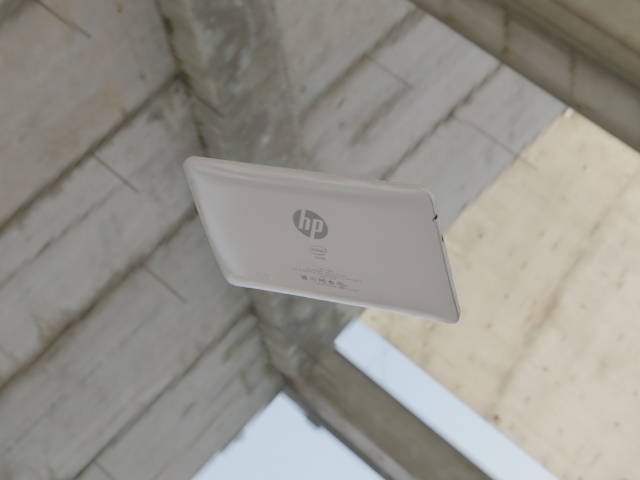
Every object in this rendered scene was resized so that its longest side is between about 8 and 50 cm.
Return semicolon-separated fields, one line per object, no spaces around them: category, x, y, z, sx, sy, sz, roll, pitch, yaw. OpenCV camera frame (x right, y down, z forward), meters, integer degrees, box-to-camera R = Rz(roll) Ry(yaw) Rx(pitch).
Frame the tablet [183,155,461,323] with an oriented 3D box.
tablet;0.000;0.000;0.425;0.006;0.083;0.054;-58;-35;-38
